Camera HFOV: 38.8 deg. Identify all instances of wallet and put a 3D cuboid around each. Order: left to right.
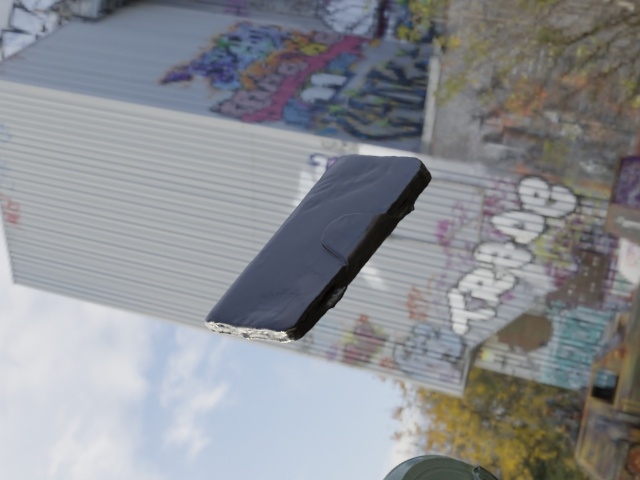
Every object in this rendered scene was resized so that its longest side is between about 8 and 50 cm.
[{"bbox_3d":[0.000,0.000,1.082,0.309,0.165,0.042,-50,-57,-30],"label":"wallet"}]

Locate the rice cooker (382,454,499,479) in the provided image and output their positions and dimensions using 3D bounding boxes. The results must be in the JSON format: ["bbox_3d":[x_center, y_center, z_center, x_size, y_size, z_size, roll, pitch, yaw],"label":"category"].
[{"bbox_3d":[0.135,0.411,1.145,0.244,0.226,0.226,-59,-3,35],"label":"rice cooker"}]
